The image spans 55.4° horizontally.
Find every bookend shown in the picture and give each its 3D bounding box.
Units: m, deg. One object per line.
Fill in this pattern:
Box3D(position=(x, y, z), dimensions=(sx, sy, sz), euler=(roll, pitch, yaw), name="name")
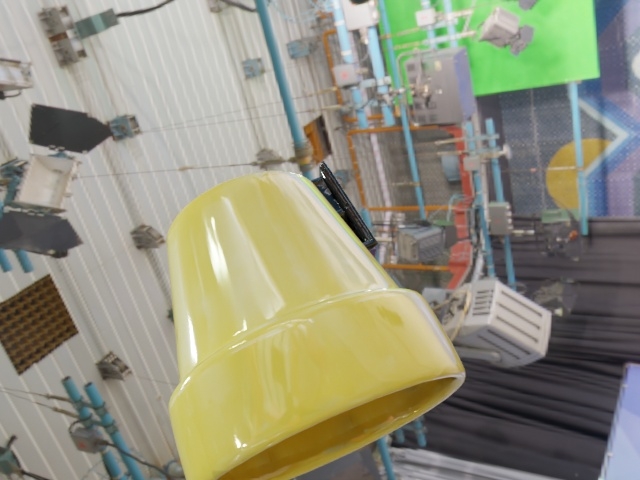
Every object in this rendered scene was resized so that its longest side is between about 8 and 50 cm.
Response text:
Box3D(position=(-0.029, -0.007, 0.819), dimensions=(0.156, 0.157, 0.072), euler=(-21, -33, -14), name="bookend")

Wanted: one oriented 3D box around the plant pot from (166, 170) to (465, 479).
Box3D(position=(-0.033, 0.077, 0.572), dimensions=(0.254, 0.254, 0.239), euler=(17, -139, -56), name="plant pot")
